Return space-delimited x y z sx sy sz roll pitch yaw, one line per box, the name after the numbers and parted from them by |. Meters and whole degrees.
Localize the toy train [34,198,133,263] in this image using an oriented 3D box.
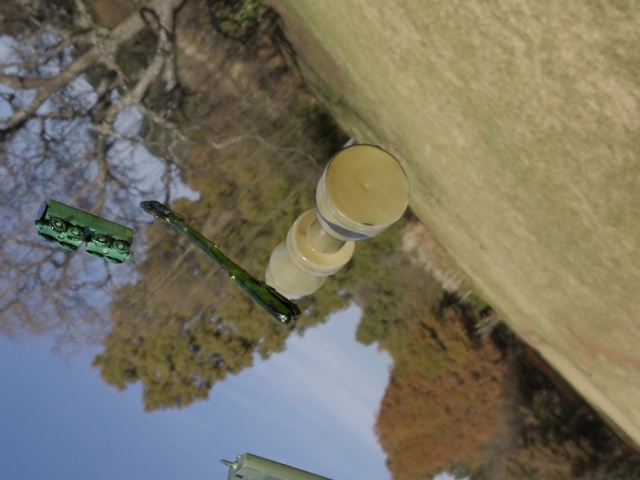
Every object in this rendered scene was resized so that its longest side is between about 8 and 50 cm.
-0.340 -0.010 1.120 0.148 0.038 0.071 23 -149 -31 | toy train

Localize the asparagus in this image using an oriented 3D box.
-0.108 0.013 0.780 0.233 0.023 0.022 35 -174 28 | asparagus

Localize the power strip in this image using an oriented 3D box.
-0.045 0.256 0.828 0.136 0.051 0.019 23 -132 -18 | power strip

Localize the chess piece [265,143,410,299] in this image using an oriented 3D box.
0.000 0.000 1.127 0.117 0.117 0.397 45 152 2 | chess piece
